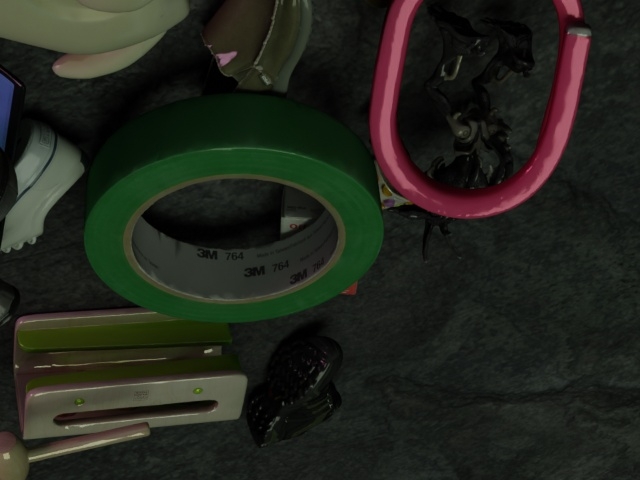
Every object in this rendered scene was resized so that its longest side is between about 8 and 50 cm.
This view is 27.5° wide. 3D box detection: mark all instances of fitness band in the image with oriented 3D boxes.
[{"bbox_3d":[0.158,-0.161,1.328,0.209,0.054,0.290,9,114,1],"label":"fitness band"}]

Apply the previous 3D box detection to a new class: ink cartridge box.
[{"bbox_3d":[0.000,0.000,1.578,0.099,0.056,0.135,4,138,-2],"label":"ink cartridge box"}]

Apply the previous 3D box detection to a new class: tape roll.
[{"bbox_3d":[-0.094,-0.026,1.421,0.321,0.077,0.321,-3,144,-2],"label":"tape roll"}]

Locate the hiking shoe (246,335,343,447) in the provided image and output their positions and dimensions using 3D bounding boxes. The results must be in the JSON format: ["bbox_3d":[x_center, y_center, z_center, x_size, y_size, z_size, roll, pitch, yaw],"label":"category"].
[{"bbox_3d":[-0.016,0.202,1.815,0.114,0.086,0.227,-4,146,-37],"label":"hiking shoe"}]

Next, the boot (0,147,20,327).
[{"bbox_3d":[-0.361,0.008,1.253,0.338,0.118,0.223,-7,143,35],"label":"boot"}]

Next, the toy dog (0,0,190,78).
[{"bbox_3d":[-0.312,-0.279,1.030,0.408,0.284,0.395,-7,157,-12],"label":"toy dog"}]

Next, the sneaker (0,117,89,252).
[{"bbox_3d":[-0.348,-0.018,1.408,0.091,0.094,0.258,30,120,-37],"label":"sneaker"}]

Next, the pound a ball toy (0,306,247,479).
[{"bbox_3d":[-0.254,0.203,1.609,0.319,0.208,0.135,-4,138,-18],"label":"pound a ball toy"}]

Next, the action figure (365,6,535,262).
[{"bbox_3d":[0.148,-0.119,1.458,0.164,0.141,0.275,0,121,-24],"label":"action figure"}]

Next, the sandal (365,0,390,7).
[{"bbox_3d":[0.040,-0.289,1.294,0.072,0.049,0.180,-26,155,17],"label":"sandal"}]

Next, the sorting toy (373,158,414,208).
[{"bbox_3d":[0.069,-0.054,1.582,0.083,0.044,0.075,23,144,-39],"label":"sorting toy"}]

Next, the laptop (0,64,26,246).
[{"bbox_3d":[-0.433,-0.108,1.239,0.264,0.136,0.234,1,136,-22],"label":"laptop"}]

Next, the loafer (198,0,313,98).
[{"bbox_3d":[-0.071,-0.200,1.309,0.087,0.094,0.251,-7,139,-21],"label":"loafer"}]
